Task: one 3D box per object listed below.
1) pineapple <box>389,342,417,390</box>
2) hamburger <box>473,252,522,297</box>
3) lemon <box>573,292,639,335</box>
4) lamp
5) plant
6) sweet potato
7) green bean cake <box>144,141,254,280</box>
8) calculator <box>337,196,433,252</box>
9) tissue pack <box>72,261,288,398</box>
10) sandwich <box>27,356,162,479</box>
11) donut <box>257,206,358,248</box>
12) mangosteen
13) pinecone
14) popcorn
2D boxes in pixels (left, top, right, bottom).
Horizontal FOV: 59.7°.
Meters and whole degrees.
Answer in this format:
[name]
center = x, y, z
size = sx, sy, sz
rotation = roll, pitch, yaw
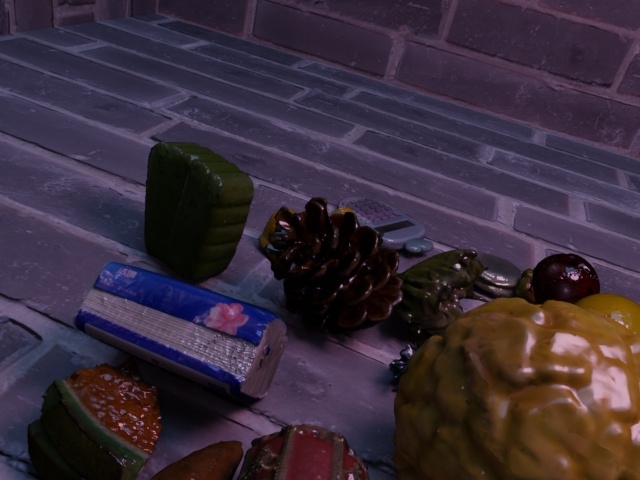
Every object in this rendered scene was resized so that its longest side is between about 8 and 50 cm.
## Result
[pineapple]
center = 0.223, 0.251, 0.954
size = 0.221, 0.083, 0.103
rotation = 22, 31, 19
[hamburger]
center = 0.410, 0.083, 1.332
size = 0.139, 0.063, 0.133
rotation = 14, 27, 4
[lemon]
center = 0.563, 0.191, 1.093
size = 0.178, 0.178, 0.203
rotation = 26, 49, 20
[lamp]
center = -0.029, 0.339, 0.632
size = 0.176, 0.177, 0.274
rotation = 14, 28, 1
[plant]
center = 0.186, 0.110, 1.184
size = 0.251, 0.180, 0.333
rotation = -25, 20, -37
[sweet potato]
center = -0.180, 0.324, 0.675
size = 0.097, 0.097, 0.251
rotation = 27, 28, 22
[green bean cake]
center = -0.257, -0.058, 1.125
size = 0.222, 0.248, 0.124
rotation = 32, 23, 28
[calculator]
center = 0.166, -0.040, 1.457
size = 0.185, 0.041, 0.299
rotation = -14, 38, -38
[tissue pack]
center = -0.196, 0.135, 0.851
size = 0.269, 0.137, 0.209
rotation = 19, -13, 12
[sandwich]
center = -0.276, 0.255, 0.738
size = 0.184, 0.109, 0.160
rotation = 31, 21, 25
[donut]
center = 0.006, 0.002, 1.281
size = 0.258, 0.101, 0.152
rotation = -4, 40, -35
[mangosteen]
center = 0.522, 0.111, 1.243
size = 0.180, 0.166, 0.166
rotation = -7, 28, 11
[pinecone]
center = 0.023, 0.047, 1.045
size = 0.243, 0.309, 0.244
rotation = -20, 39, 17
[popcorn]
center = 0.287, 0.253, 0.706
size = 0.390, 0.354, 0.344
rotation = -26, 22, 21
